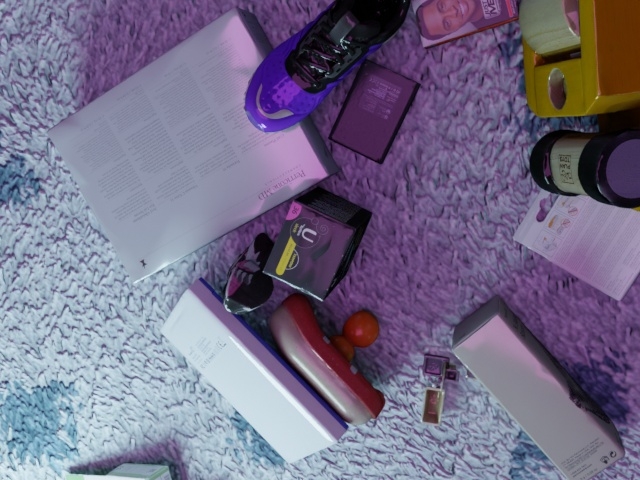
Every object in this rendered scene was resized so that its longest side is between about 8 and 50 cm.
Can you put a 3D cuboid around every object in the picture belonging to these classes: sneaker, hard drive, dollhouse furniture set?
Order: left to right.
[{"bbox_3d":[-0.116,0.065,1.101,0.072,0.178,0.077,45,119,-10],"label":"sneaker"},{"bbox_3d":[-0.118,0.219,1.135,0.318,0.040,0.210,45,145,2],"label":"hard drive"},{"bbox_3d":[0.012,-0.268,0.959,0.293,0.146,0.102,-44,97,-8],"label":"sneaker"},{"bbox_3d":[0.081,-0.197,1.073,0.094,0.022,0.135,27,106,7],"label":"hard drive"},{"bbox_3d":[0.199,0.251,1.103,0.091,0.081,0.114,8,103,12],"label":"dollhouse furniture set"}]

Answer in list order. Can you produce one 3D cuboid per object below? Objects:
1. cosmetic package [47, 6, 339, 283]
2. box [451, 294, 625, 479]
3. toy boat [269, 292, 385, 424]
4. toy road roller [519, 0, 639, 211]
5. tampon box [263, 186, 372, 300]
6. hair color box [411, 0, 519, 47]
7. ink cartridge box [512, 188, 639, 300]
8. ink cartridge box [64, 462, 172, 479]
[{"bbox_3d":[-0.203,-0.141,1.113,0.377,0.097,0.284,-27,92,17],"label":"cosmetic package"},{"bbox_3d":[0.322,0.221,1.054,0.094,0.113,0.275,-42,91,17],"label":"box"},{"bbox_3d":[0.030,0.170,1.115,0.151,0.151,0.231,-43,90,-13],"label":"toy boat"},{"bbox_3d":[0.408,-0.200,0.903,0.241,0.202,0.329,-11,100,-5],"label":"toy road roller"},{"bbox_3d":[0.000,0.000,1.059,0.102,0.161,0.120,26,105,7],"label":"tampon box"},{"bbox_3d":[0.208,-0.330,1.006,0.141,0.043,0.071,-15,98,16],"label":"hair color box"},{"bbox_3d":[0.400,-0.017,1.035,0.179,0.045,0.145,34,108,24],"label":"ink cartridge box"},{"bbox_3d":[-0.360,0.501,1.301,0.235,0.056,0.171,-9,99,35],"label":"ink cartridge box"}]
